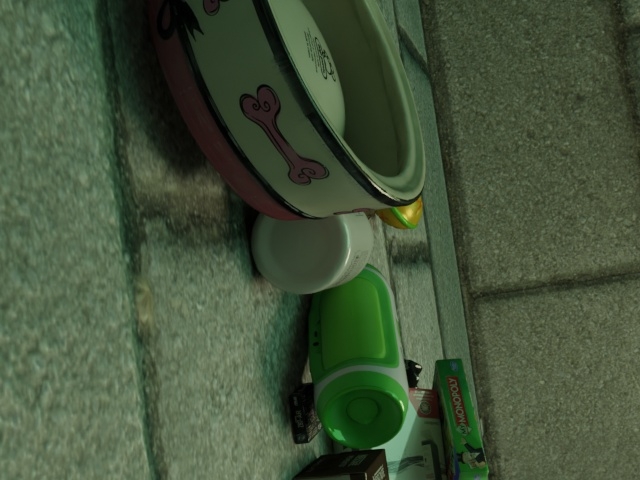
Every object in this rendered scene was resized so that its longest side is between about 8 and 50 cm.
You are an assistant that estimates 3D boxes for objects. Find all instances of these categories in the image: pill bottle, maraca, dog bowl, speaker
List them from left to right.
[{"bbox_3d":[-0.036,-0.204,1.148,0.408,0.150,0.408,50,27,-38],"label":"dog bowl"},{"bbox_3d":[0.000,0.000,1.365,0.229,0.131,0.131,-5,86,-76],"label":"pill bottle"},{"bbox_3d":[0.050,0.151,1.421,0.296,0.131,0.131,-93,168,-59],"label":"speaker"},{"bbox_3d":[0.144,-0.102,2.107,0.186,0.099,0.127,57,17,5],"label":"maraca"}]

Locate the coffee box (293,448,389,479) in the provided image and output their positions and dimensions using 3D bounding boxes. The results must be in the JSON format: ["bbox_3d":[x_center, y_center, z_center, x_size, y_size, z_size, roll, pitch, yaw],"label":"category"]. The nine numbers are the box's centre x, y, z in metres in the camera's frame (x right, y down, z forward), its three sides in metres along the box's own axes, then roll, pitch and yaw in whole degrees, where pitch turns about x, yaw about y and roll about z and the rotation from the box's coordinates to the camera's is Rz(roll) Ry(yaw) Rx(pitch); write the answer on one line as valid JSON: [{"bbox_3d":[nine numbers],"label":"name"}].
[{"bbox_3d":[0.045,0.417,1.355,0.141,0.098,0.247,-7,89,-76],"label":"coffee box"}]

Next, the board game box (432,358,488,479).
[{"bbox_3d":[0.210,0.372,1.630,0.213,0.046,0.317,-96,-175,-47],"label":"board game box"}]

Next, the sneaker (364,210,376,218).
[{"bbox_3d":[0.063,-0.056,1.840,0.188,0.066,0.071,8,90,-70],"label":"sneaker"}]

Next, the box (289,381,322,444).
[{"bbox_3d":[-0.019,0.233,1.380,0.083,0.018,0.067,-20,101,-76],"label":"box"}]

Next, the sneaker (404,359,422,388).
[{"bbox_3d":[0.147,0.334,1.770,0.107,0.124,0.283,-71,150,-61],"label":"sneaker"}]

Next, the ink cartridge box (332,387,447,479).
[{"bbox_3d":[0.105,0.333,1.529,0.158,0.092,0.218,11,67,-38],"label":"ink cartridge box"}]
